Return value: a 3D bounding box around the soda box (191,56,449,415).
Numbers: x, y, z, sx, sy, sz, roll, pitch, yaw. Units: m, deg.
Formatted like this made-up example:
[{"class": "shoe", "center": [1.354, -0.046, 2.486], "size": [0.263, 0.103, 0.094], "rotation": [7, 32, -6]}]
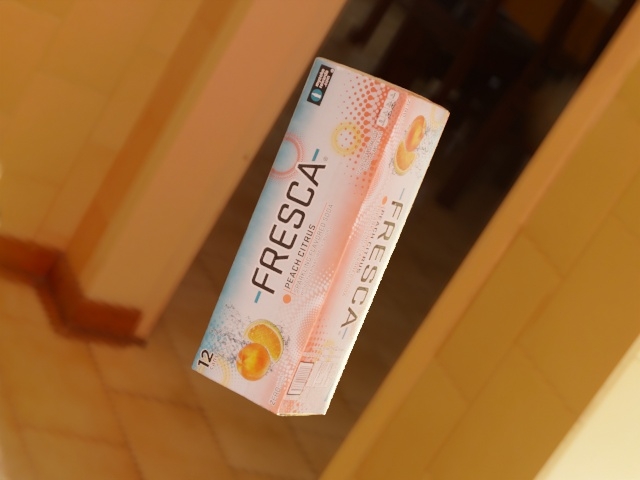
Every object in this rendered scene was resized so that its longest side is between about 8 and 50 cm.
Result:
[{"class": "soda box", "center": [0.000, 0.000, 0.810], "size": [0.063, 0.183, 0.058], "rotation": [25, 6, 27]}]
